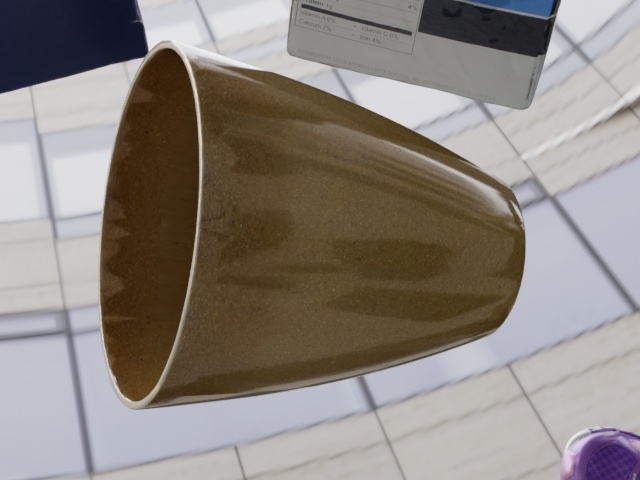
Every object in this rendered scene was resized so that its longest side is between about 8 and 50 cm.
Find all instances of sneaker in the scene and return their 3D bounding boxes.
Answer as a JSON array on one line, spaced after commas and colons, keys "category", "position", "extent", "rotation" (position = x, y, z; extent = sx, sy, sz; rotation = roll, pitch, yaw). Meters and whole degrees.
[{"category": "sneaker", "position": [0.322, 0.229, 1.164], "extent": [0.236, 0.104, 0.095], "rotation": [25, -107, -20]}]

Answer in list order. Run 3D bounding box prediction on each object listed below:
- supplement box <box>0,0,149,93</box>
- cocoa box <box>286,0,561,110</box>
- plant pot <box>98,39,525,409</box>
[{"category": "supplement box", "position": [-0.357, -0.275, 1.377], "extent": [0.195, 0.356, 0.194], "rotation": [-20, -69, -30]}, {"category": "cocoa box", "position": [0.125, -0.323, 1.214], "extent": [0.231, 0.347, 0.228], "rotation": [14, -51, 5]}, {"category": "plant pot", "position": [0.000, 0.000, 0.895], "extent": [0.254, 0.237, 0.237], "rotation": [5, -59, -24]}]
